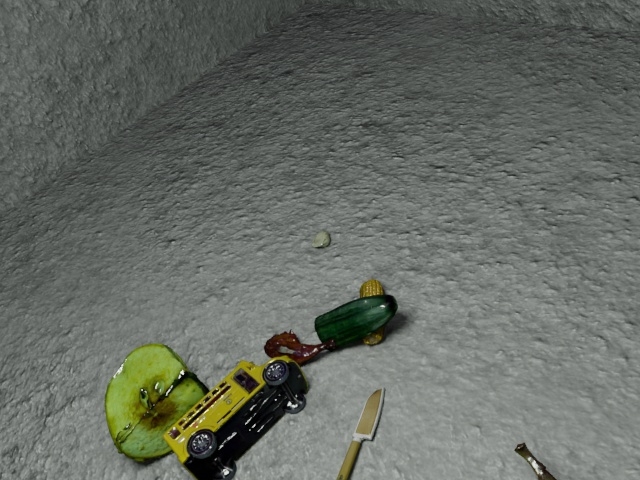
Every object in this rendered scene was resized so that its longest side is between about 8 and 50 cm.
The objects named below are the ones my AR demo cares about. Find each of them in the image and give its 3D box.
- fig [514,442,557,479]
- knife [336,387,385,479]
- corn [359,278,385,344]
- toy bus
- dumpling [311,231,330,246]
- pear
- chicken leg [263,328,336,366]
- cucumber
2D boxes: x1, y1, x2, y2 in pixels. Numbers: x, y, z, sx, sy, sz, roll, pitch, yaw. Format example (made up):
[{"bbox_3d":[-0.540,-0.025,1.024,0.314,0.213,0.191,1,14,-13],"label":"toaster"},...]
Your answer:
[{"bbox_3d":[0.403,0.486,1.036,0.170,0.145,0.274,-16,55,4],"label":"fig"},{"bbox_3d":[0.095,0.430,1.329,0.046,0.022,0.256,-3,38,32],"label":"knife"},{"bbox_3d":[0.133,0.180,1.555,0.068,0.068,0.207,-9,41,13],"label":"corn"},{"bbox_3d":[-0.189,0.394,1.391,0.331,0.145,0.151,-41,43,-21],"label":"toy bus"},{"bbox_3d":[-0.001,0.000,1.831,0.059,0.043,0.077,-25,39,30],"label":"dumpling"},{"bbox_3d":[-0.422,0.389,1.489,0.238,0.164,0.255,-48,41,-14],"label":"pear"},{"bbox_3d":[-0.058,0.275,1.526,0.205,0.053,0.093,10,63,31],"label":"chicken leg"},{"bbox_3d":[0.084,0.187,1.492,0.244,0.063,0.115,-30,39,35],"label":"cucumber"}]
